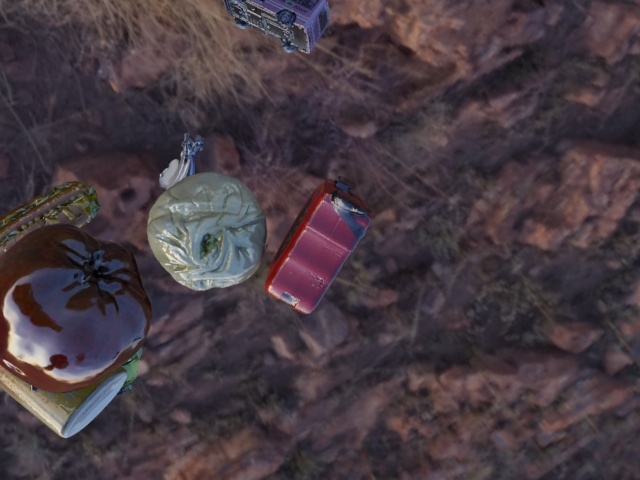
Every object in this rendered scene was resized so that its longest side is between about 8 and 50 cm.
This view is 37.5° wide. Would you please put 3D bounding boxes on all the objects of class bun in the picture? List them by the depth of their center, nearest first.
[{"bbox_3d":[-0.206,-0.010,1.748,0.230,0.145,0.229,-1,106,-5],"label":"bun"}]

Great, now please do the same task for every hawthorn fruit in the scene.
[{"bbox_3d":[-0.337,0.108,1.208,0.208,0.208,0.248,13,128,-38],"label":"hawthorn fruit"}]

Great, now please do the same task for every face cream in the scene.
[{"bbox_3d":[-0.449,0.175,1.468,0.139,0.285,0.067,-46,157,-29],"label":"face cream"}]

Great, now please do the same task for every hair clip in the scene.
[{"bbox_3d":[-0.302,-0.155,2.024,0.049,0.116,0.172,15,126,-25],"label":"hair clip"}]

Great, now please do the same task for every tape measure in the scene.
[{"bbox_3d":[0.000,0.001,1.777,0.114,0.260,0.253,31,104,-5],"label":"tape measure"}]

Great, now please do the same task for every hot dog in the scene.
[{"bbox_3d":[-0.563,-0.030,1.868,0.269,0.115,0.072,-39,149,-14],"label":"hot dog"}]

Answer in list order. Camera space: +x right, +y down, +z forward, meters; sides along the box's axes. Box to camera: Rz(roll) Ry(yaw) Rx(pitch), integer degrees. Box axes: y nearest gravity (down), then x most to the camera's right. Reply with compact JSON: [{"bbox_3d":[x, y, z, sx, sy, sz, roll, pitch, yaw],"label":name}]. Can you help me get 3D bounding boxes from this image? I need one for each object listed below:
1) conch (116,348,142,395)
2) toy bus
[{"bbox_3d":[-0.507,0.294,2.169,0.250,0.137,0.143,-57,140,-3],"label":"conch"},{"bbox_3d":[-0.086,-0.447,1.803,0.108,0.199,0.096,-55,162,-18],"label":"toy bus"}]
